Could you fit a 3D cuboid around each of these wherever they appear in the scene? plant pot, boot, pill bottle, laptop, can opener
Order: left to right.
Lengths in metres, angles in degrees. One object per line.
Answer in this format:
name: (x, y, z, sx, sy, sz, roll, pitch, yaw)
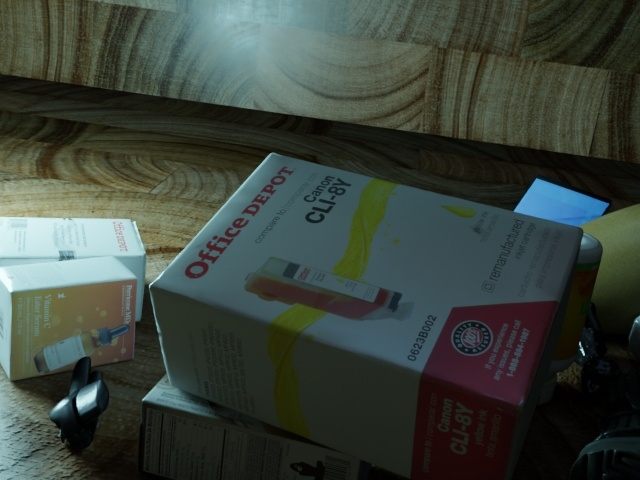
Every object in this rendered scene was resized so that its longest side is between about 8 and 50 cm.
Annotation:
can opener: (-0.285, 0.194, 0.967, 0.073, 0.059, 0.186, -24, 15, -7)
laptop: (0.500, -0.056, 1.865, 0.264, 0.137, 0.234, -6, 22, -35)
pill bottle: (0.311, 0.106, 1.144, 0.136, 0.246, 0.136, 7, 19, -2)
plant pot: (0.478, 0.071, 1.403, 0.254, 0.237, 0.237, -11, 21, -7)
boot: (0.483, 0.242, 0.919, 0.348, 0.131, 0.260, 4, 14, 33)

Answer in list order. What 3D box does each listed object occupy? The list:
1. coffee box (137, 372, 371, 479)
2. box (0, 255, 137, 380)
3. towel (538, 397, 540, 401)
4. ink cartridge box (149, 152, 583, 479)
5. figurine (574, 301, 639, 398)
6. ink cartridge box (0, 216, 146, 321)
coffee box: (-0.064, 0.217, 0.904, 0.246, 0.098, 0.141, 12, 20, 12)
box: (-0.349, 0.102, 1.087, 0.170, 0.130, 0.091, -6, 22, -34)
towel: (0.115, 0.203, 1.074, 0.308, 0.076, 0.227, 19, 15, 33)
ink cartridge box: (0.053, 0.073, 0.858, 0.384, 0.160, 0.279, 15, 42, 20)
figurine: (0.488, 0.192, 1.236, 0.214, 0.092, 0.209, 8, 26, 0)
ink cartridge box: (-0.425, 0.043, 1.257, 0.272, 0.114, 0.197, 0, 19, -19)
